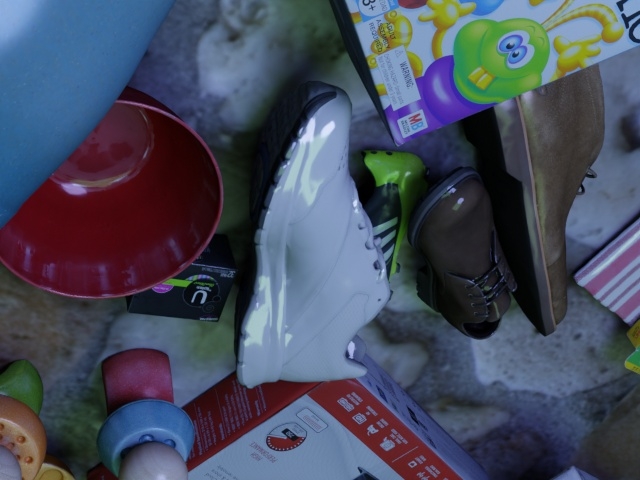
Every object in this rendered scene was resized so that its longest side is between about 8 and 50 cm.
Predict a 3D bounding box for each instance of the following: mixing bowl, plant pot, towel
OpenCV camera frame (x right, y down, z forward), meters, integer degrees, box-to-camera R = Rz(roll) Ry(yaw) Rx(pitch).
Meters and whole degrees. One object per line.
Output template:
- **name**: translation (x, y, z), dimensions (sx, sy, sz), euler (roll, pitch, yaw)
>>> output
- **mixing bowl**: translation (-0.173, -0.054, 0.928), dimensions (0.181, 0.098, 0.181), euler (-9, 129, -11)
- **plant pot**: translation (-0.213, -0.166, 0.734), dimensions (0.255, 0.271, 0.272), euler (-41, 129, -5)
- **towel**: translation (0.361, 0.034, 1.211), dimensions (0.197, 0.029, 0.144), euler (34, 111, -32)

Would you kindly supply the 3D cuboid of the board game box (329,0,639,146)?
- **board game box**: translation (0.144, -0.209, 0.873), dimensions (0.275, 0.144, 0.142), euler (-23, 130, 1)

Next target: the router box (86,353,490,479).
- **router box**: translation (-0.017, 0.267, 1.242), dimensions (0.301, 0.082, 0.335), euler (-35, 129, 12)

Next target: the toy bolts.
- **toy bolts**: translation (-0.221, 0.214, 1.068), dimensions (0.228, 0.158, 0.218), euler (-11, 119, -10)

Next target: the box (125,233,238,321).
- **box**: translation (-0.123, 0.028, 1.039), dimensions (0.083, 0.052, 0.062), euler (7, 124, -23)

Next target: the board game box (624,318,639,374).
- **board game box**: translation (0.421, 0.049, 1.195), dimensions (0.124, 0.039, 0.259), euler (25, 114, -28)

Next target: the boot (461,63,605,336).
- **boot**: translation (0.203, -0.042, 1.055), dimensions (0.115, 0.112, 0.305), euler (-24, 129, -11)

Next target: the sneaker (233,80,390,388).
- **sneaker**: translation (0.000, 0.000, 1.003), dimensions (0.129, 0.111, 0.297), euler (5, 128, -5)

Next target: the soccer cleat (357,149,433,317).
- **soccer cleat**: translation (0.041, -0.003, 1.067), dimensions (0.072, 0.060, 0.179), euler (13, 120, -10)

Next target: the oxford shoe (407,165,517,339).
- **oxford shoe**: translation (0.134, 0.015, 1.038), dimensions (0.082, 0.096, 0.227), euler (-38, 150, -9)

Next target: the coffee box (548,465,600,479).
- **coffee box**: translation (0.270, 0.495, 1.291), dimensions (0.338, 0.334, 0.337), euler (-38, 148, 14)
